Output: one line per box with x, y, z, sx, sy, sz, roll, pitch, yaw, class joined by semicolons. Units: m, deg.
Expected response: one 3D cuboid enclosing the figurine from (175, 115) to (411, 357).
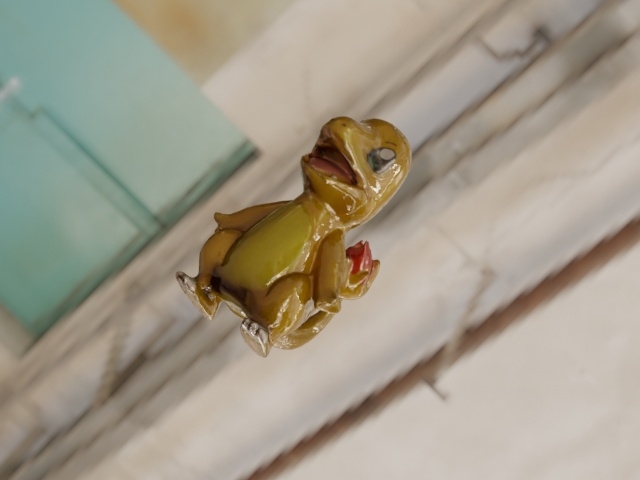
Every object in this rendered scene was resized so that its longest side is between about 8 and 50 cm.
0.003;0.000;1.299;0.121;0.122;0.176;36;-91;38;figurine
